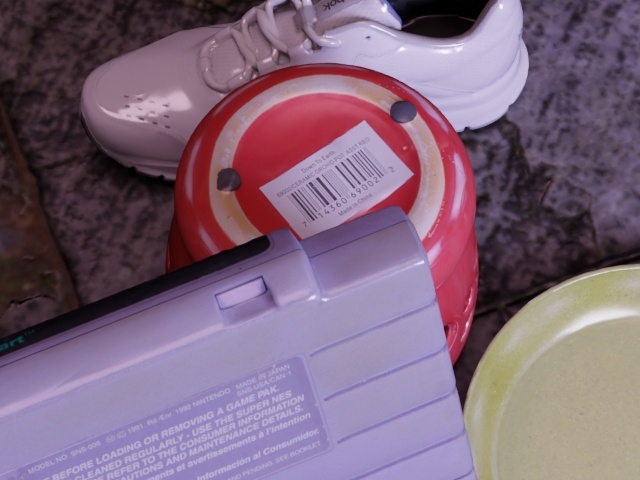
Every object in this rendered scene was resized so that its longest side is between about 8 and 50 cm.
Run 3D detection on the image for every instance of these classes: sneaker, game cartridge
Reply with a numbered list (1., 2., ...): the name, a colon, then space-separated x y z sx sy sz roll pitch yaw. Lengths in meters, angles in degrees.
1. sneaker: -0.010 -0.122 1.158 0.297 0.129 0.111 -14 65 -7
2. game cartridge: -0.098 0.124 0.955 0.355 0.230 0.068 -21 42 -6

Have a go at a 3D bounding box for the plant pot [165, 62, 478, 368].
1. plant pot: 0.000 0.000 1.071 0.191 0.174 0.191 0 60 0

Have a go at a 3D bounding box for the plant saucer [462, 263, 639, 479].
1. plant saucer: 0.202 0.129 1.082 0.241 0.037 0.241 1 62 -2
